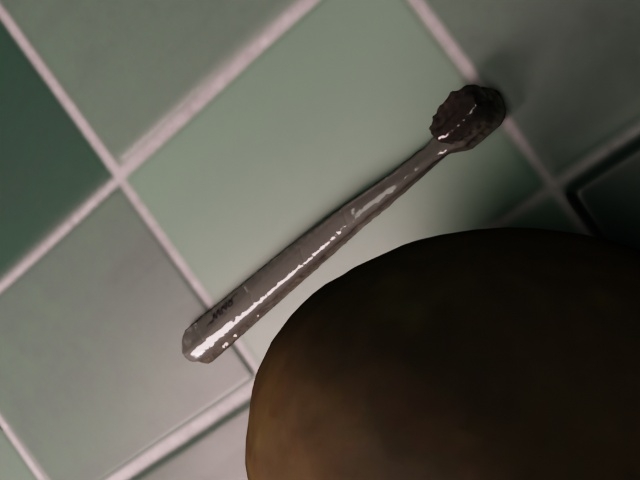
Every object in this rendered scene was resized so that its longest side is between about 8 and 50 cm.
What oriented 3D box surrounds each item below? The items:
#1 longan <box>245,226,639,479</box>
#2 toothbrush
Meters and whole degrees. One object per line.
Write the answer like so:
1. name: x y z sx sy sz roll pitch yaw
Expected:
1. longan: 0.127 0.138 0.449 0.350 0.288 0.288 35 117 1
2. toothbrush: 0.000 0.000 0.595 0.297 0.030 0.030 -40 61 30
